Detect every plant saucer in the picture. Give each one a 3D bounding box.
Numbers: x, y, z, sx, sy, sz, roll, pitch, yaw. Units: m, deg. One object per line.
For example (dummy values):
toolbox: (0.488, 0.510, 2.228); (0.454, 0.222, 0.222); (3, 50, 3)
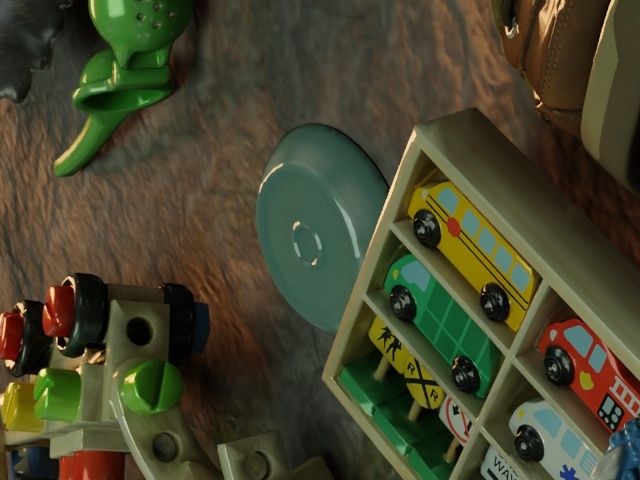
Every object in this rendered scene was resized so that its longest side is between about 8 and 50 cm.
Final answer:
plant saucer: (0.000, 0.000, 0.987); (0.119, 0.021, 0.119); (30, 129, 45)

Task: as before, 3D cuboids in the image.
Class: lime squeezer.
lime squeezer: (-0.118, -0.119, 1.065); (0.110, 0.059, 0.310); (47, 141, 31)

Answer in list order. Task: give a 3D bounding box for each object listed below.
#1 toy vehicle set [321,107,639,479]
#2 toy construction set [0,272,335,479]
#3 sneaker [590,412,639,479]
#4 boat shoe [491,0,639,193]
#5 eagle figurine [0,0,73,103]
toy vehicle set: (0.109, 0.091, 0.792); (0.267, 0.035, 0.166); (49, 141, 29)
toy construction set: (-0.127, 0.138, 1.125); (0.328, 0.151, 0.215); (-13, 71, 49)
sneaker: (0.142, 0.154, 0.687); (0.071, 0.083, 0.190); (-15, 73, 15)
boat shoe: (0.120, -0.156, 0.652); (0.104, 0.111, 0.307); (46, 139, 31)
eagle figurine: (-0.284, -0.211, 1.181); (0.298, 0.225, 0.226); (45, -166, -14)
